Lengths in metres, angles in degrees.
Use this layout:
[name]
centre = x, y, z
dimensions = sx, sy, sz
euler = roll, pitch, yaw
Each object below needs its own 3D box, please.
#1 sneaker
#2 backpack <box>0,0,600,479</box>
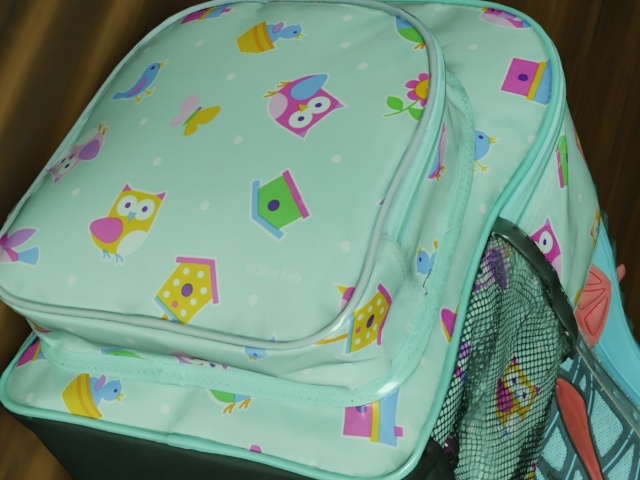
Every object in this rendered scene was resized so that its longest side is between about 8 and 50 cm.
[sneaker]
centre = 0.080, 0.081, 0.663
dimensions = 0.125, 0.104, 0.261
euler = -40, 111, -29
[backpack]
centre = 0.000, 0.000, 0.502
dimensions = 0.188, 0.166, 0.144
euler = -59, 139, -35
